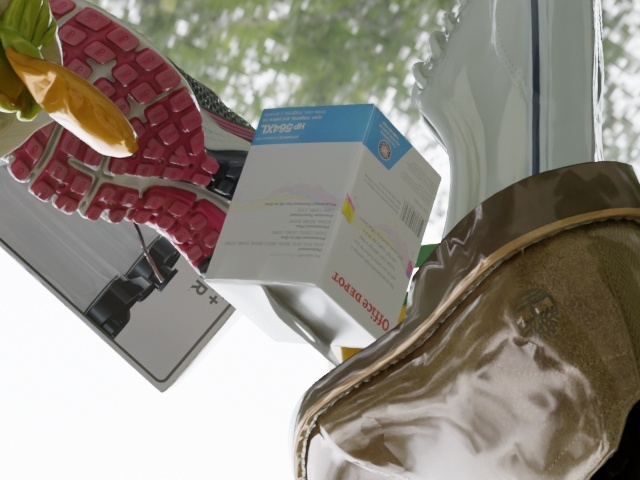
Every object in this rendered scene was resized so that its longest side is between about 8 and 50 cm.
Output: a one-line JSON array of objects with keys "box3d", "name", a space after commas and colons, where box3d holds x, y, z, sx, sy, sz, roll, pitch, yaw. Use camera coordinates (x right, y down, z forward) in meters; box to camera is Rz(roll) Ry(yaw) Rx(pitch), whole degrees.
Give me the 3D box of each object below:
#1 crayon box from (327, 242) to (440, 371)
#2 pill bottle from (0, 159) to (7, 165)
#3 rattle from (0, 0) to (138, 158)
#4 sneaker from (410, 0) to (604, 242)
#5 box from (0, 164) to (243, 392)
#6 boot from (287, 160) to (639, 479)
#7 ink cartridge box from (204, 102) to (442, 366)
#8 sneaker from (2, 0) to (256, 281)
[{"box3d": [0.117, 0.155, 1.329, 0.203, 0.083, 0.323, -6, -97, -9], "name": "crayon box"}, {"box3d": [-0.288, -0.109, 1.298, 0.216, 0.121, 0.121, -7, -125, 13], "name": "pill bottle"}, {"box3d": [-0.209, -0.044, 0.870, 0.200, 0.130, 0.143, -21, -116, -19], "name": "rattle"}, {"box3d": [0.087, -0.085, 0.832, 0.091, 0.094, 0.258, -2, -110, 13], "name": "sneaker"}, {"box3d": [-0.172, -0.036, 1.423, 0.290, 0.169, 0.087, 43, -169, 3], "name": "box"}, {"box3d": [0.066, 0.094, 0.753, 0.112, 0.305, 0.115, -8, -116, -23], "name": "boot"}, {"box3d": [0.000, 0.000, 1.080, 0.092, 0.090, 0.143, 44, -123, -46], "name": "ink cartridge box"}, {"box3d": [-0.119, -0.064, 1.142, 0.299, 0.121, 0.112, 40, -171, -41], "name": "sneaker"}]
